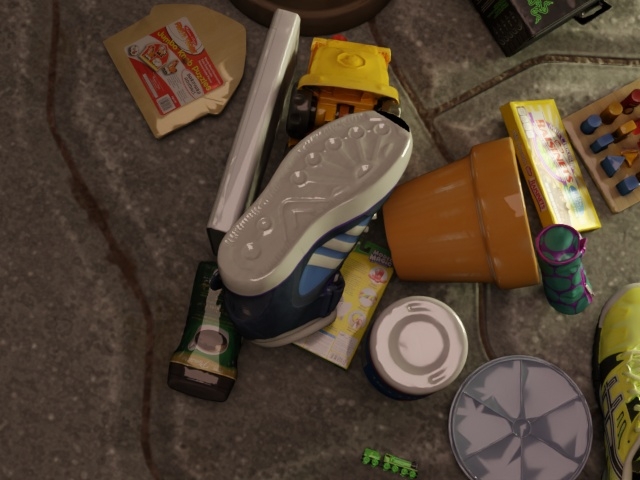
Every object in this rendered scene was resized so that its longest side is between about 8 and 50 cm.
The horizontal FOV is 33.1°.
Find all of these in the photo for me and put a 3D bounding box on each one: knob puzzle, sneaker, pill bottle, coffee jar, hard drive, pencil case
[{"bbox_3d":[-0.196,-0.264,1.590,0.213,0.030,0.213,0,78,-1],"label":"knob puzzle"},{"bbox_3d":[0.450,0.238,1.445,0.145,0.147,0.385,1,71,0],"label":"sneaker"},{"bbox_3d":[0.117,0.149,1.418,0.124,0.221,0.124,0,78,-1],"label":"pill bottle"},{"bbox_3d":[-0.147,0.127,1.486,0.096,0.079,0.185,16,77,-2],"label":"coffee jar"},{"bbox_3d":[-0.089,-0.137,1.479,0.040,0.203,0.308,16,78,1],"label":"hard drive"},{"bbox_3d":[0.338,0.041,1.485,0.070,0.152,0.065,7,61,24],"label":"pencil case"},{"bbox_3d":[0.000,0.001,1.414,0.130,0.236,0.323,36,69,25],"label":"sneaker"}]

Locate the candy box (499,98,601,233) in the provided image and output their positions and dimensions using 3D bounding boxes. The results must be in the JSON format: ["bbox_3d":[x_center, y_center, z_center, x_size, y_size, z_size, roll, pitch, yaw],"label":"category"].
[{"bbox_3d":[0.332,-0.105,1.552,0.105,0.027,0.206,-9,76,-42],"label":"candy box"}]

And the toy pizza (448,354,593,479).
[{"bbox_3d":[0.277,0.261,1.498,0.201,0.032,0.201,0,79,-1],"label":"toy pizza"}]

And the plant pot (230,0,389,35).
[{"bbox_3d":[-0.013,-0.489,1.517,0.323,0.280,0.323,0,79,-1],"label":"plant pot"}]

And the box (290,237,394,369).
[{"bbox_3d":[0.029,0.081,1.522,0.105,0.043,0.179,26,81,4],"label":"box"}]

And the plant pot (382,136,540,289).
[{"bbox_3d":[0.190,-0.023,1.481,0.187,0.205,0.205,-11,79,11],"label":"plant pot"}]

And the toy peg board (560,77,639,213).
[{"bbox_3d":[0.463,-0.151,1.565,0.160,0.079,0.161,-28,80,-7],"label":"toy peg board"}]

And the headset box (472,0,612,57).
[{"bbox_3d":[0.325,-0.442,1.579,0.246,0.131,0.283,-31,90,-8],"label":"headset box"}]

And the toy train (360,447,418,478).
[{"bbox_3d":[0.096,0.308,1.490,0.083,0.017,0.024,17,68,1],"label":"toy train"}]

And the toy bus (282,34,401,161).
[{"bbox_3d":[0.026,-0.181,1.521,0.149,0.220,0.211,7,44,-4],"label":"toy bus"}]
